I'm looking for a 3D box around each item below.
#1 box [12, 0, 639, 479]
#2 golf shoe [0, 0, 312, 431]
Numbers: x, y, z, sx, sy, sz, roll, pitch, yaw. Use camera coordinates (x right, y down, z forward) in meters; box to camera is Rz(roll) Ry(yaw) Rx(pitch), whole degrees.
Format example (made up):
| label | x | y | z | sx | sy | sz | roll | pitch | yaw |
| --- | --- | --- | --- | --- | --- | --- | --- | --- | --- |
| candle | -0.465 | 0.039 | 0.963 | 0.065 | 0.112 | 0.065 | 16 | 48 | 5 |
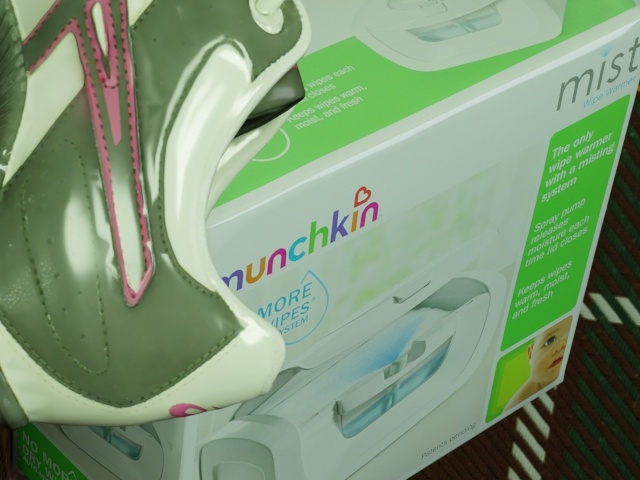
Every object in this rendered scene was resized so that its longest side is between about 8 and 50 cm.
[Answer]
| label | x | y | z | sx | sy | sz | roll | pitch | yaw |
| --- | --- | --- | --- | --- | --- | --- | --- | --- | --- |
| box | 0.000 | 0.000 | 0.821 | 0.262 | 0.127 | 0.231 | -26 | 141 | -35 |
| golf shoe | -0.057 | -0.079 | 0.522 | 0.105 | 0.120 | 0.273 | 92 | 4 | -76 |
